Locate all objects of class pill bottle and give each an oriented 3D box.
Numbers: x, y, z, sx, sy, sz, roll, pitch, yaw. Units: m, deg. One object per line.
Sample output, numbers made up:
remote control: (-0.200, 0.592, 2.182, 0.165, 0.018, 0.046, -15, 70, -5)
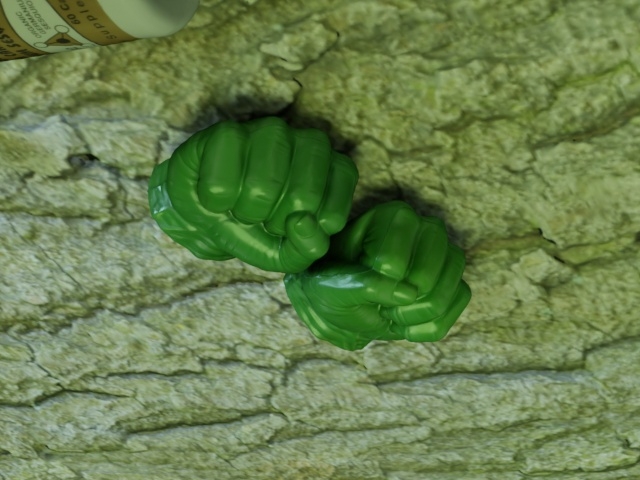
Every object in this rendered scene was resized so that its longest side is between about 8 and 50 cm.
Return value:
pill bottle: (-0.198, -0.178, 0.767, 0.229, 0.131, 0.131, -5, 141, 22)

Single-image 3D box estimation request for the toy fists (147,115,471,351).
toy fists: (0.000, 0.000, 0.983, 0.279, 0.096, 0.142, 36, 137, -27)
